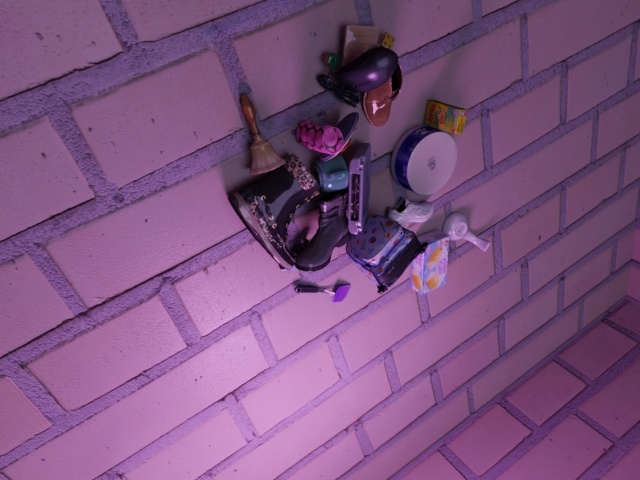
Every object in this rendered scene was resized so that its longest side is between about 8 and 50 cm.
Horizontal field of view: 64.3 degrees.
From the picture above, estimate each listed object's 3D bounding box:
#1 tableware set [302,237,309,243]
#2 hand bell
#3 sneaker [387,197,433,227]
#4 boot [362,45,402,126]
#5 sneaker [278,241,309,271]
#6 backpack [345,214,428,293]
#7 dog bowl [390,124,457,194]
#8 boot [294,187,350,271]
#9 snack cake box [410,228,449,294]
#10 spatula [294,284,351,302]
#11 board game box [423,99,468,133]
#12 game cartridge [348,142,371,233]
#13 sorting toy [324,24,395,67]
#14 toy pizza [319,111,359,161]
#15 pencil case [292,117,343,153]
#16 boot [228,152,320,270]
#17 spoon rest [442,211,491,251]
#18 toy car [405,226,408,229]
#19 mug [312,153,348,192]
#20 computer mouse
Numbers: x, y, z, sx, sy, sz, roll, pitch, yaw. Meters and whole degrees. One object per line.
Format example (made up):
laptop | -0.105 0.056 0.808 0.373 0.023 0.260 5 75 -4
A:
tableware set | 0.000 0.000 1.986 0.154 0.024 0.104 -10 119 -29
hand bell | -0.209 -0.347 1.631 0.126 0.126 0.242 -27 114 -19
sneaker | 0.380 -0.130 2.129 0.232 0.090 0.115 -23 121 -23
boot | 0.221 -0.509 1.776 0.112 0.115 0.305 -28 144 -17
sneaker | -0.082 0.066 1.946 0.162 0.063 0.073 -33 148 5
backpack | 0.227 0.027 1.997 0.276 0.263 0.213 -44 124 -12
dog bowl | 0.416 -0.320 2.038 0.264 0.104 0.265 -15 122 -26
boot | 0.006 -0.051 1.827 0.338 0.118 0.223 -48 144 -50
snack cake box | 0.498 0.098 2.324 0.152 0.089 0.265 -19 123 -23
spatula | 0.010 0.212 2.100 0.296 0.030 0.084 11 110 -37
board game box | 0.475 -0.473 1.944 0.043 0.181 0.092 -9 118 -30
game cartridge | 0.146 -0.197 1.881 0.062 0.198 0.298 4 120 9
sorting toy | 0.131 -0.651 1.710 0.274 0.046 0.133 -11 120 -32
toy pizza | 0.070 -0.349 1.734 0.032 0.201 0.201 34 93 -21
pencil case | -0.007 -0.345 1.677 0.095 0.209 0.098 -12 112 -28
boot | -0.118 -0.095 1.792 0.284 0.138 0.377 -41 124 -9
spoon rest | 0.678 -0.035 2.392 0.276 0.084 0.137 29 95 -26
toy car | 0.329 -0.017 2.176 0.121 0.060 0.041 -18 155 -17
mug | 0.032 -0.241 1.797 0.097 0.130 0.158 -16 162 -16
computer mouse | 0.137 -0.522 1.654 0.188 0.272 0.072 24 59 -36
